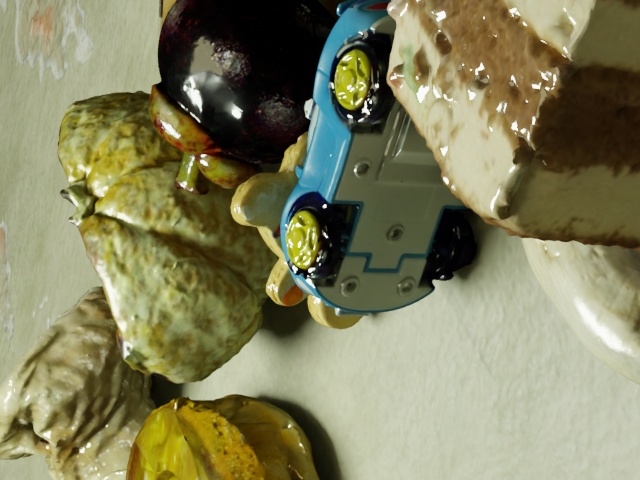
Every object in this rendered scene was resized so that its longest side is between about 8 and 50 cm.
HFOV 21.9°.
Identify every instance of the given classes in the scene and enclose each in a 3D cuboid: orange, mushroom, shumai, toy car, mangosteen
[{"bbox_3d":[-0.153,-0.020,1.879,0.210,0.271,0.369,-27,54,5],"label":"orange"},{"bbox_3d":[0.229,-0.002,1.386,0.123,0.095,0.351,-48,48,23],"label":"mushroom"},{"bbox_3d":[-0.256,0.215,2.097,0.262,0.314,0.267,39,123,-1],"label":"shumai"},{"bbox_3d":[0.056,-0.082,1.563,0.166,0.198,0.314,43,124,48],"label":"toy car"},{"bbox_3d":[-0.084,-0.151,1.700,0.250,0.211,0.211,-53,43,19],"label":"mangosteen"}]

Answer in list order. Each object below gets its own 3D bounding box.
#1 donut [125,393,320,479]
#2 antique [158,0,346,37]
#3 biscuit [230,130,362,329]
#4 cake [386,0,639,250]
[{"bbox_3d":[-0.114,0.329,1.849,0.330,0.160,0.330,-5,84,50],"label":"donut"},{"bbox_3d":[-0.083,-0.275,1.913,0.310,0.087,0.093,9,97,58],"label":"antique"},{"bbox_3d":[0.000,0.000,1.670,0.030,0.153,0.234,27,150,44],"label":"biscuit"},{"bbox_3d":[0.228,-0.167,1.236,0.256,0.282,0.290,-116,37,-48],"label":"cake"}]
